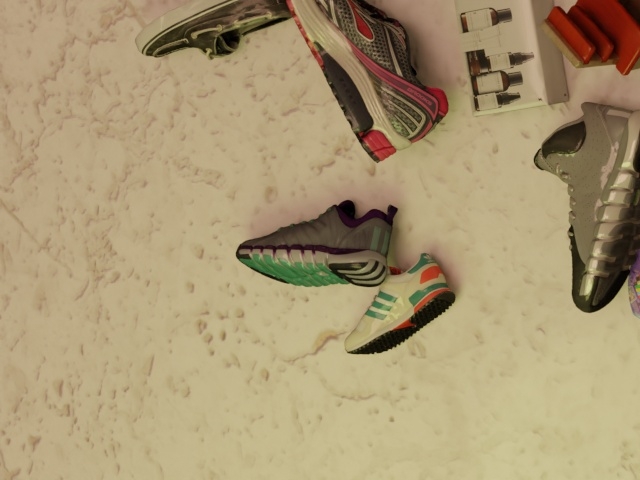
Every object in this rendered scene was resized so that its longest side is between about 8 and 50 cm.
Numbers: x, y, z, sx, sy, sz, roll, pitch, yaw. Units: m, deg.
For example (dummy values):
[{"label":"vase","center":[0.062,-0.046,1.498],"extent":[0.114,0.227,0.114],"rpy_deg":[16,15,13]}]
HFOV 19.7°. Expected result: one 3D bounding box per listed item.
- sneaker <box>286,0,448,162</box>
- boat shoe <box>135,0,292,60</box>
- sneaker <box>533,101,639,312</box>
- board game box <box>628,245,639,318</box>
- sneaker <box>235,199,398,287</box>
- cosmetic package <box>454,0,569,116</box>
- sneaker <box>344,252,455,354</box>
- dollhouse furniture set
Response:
[{"label":"sneaker","center":[0.040,-0.238,2.121],"extent":[0.112,0.121,0.299],"rpy_deg":[-29,81,3]},{"label":"boat shoe","center":[-0.131,-0.258,2.231],"extent":[0.219,0.078,0.070],"rpy_deg":[-21,86,31]},{"label":"sneaker","center":[0.287,-0.044,2.013],"extent":[0.132,0.086,0.228],"rpy_deg":[21,98,33]},{"label":"board game box","center":[0.405,0.056,1.977],"extent":[0.169,0.033,0.133],"rpy_deg":[33,114,23]},{"label":"sneaker","center":[0.000,0.000,2.211],"extent":[0.224,0.083,0.098],"rpy_deg":[4,67,39]},{"label":"cosmetic package","center":[0.202,-0.262,2.033],"extent":[0.099,0.060,0.239],"rpy_deg":[-8,94,32]},{"label":"sneaker","center":[0.086,0.075,2.173],"extent":[0.161,0.057,0.075],"rpy_deg":[-37,62,32]},{"label":"dollhouse furniture set","center":[0.347,-0.293,1.858],"extent":[0.262,0.135,0.259],"rpy_deg":[54,133,30]}]
